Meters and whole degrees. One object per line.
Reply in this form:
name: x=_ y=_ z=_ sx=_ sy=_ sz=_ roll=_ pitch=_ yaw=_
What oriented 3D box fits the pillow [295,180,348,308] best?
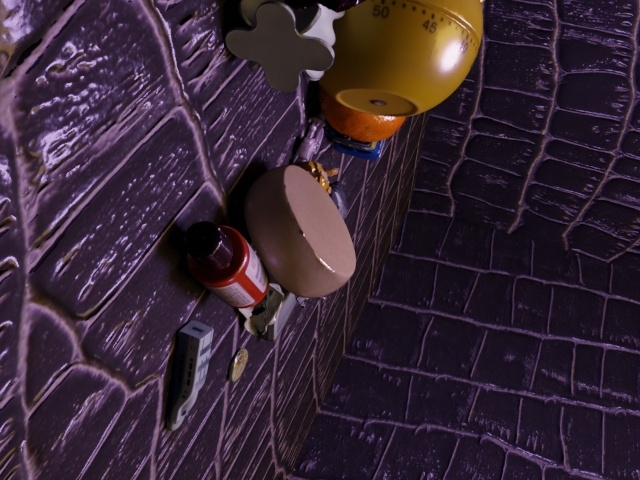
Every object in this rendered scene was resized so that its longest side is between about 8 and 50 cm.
pillow: x=0.000 y=0.000 z=1.585 sx=0.161 sy=0.093 sz=0.334 roll=92 pitch=14 yaw=-68

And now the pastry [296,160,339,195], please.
pastry: x=-0.043 y=-0.064 z=1.467 sx=0.154 sy=0.103 sz=0.249 roll=59 pitch=51 yaw=-66

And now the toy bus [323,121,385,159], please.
toy bus: x=0.121 y=-0.371 z=1.674 sx=0.175 sy=0.138 sz=0.287 roll=32 pitch=75 yaw=-76

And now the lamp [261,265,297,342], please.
lamp: x=-0.080 y=0.089 z=1.658 sx=0.266 sy=0.047 sz=0.269 roll=-57 pitch=160 yaw=-48

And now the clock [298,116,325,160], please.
clock: x=-0.021 y=-0.232 z=1.481 sx=0.129 sy=0.041 sz=0.087 roll=-61 pitch=168 yaw=-60

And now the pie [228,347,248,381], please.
pie: x=-0.192 y=0.291 z=1.519 sx=0.085 sy=0.017 sz=0.085 roll=16 pitch=90 yaw=-77

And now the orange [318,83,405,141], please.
orange: x=0.099 y=-0.332 z=1.480 sx=0.224 sy=0.170 sz=0.223 roll=-4 pitch=97 yaw=-34

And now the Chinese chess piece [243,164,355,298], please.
Chinese chess piece: x=-0.037 y=-0.017 z=1.255 sx=0.273 sy=0.102 sz=0.273 roll=48 pitch=24 yaw=-30

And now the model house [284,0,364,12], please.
model house: x=0.004 y=-0.435 z=0.783 sx=0.297 sy=0.317 sz=0.282 roll=-60 pitch=165 yaw=6

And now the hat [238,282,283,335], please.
hat: x=-0.143 y=0.135 z=1.437 sx=0.122 sy=0.081 sz=0.166 roll=-34 pitch=148 yaw=2

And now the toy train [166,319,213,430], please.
toy train: x=-0.243 y=0.260 z=1.185 sx=0.052 sy=0.051 sz=0.233 roll=-38 pitch=144 yaw=-61

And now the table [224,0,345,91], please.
table: x=-0.038 y=-0.359 z=0.999 sx=0.166 sy=0.167 sz=0.198 roll=87 pitch=16 yaw=-57

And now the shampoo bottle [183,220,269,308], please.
shampoo bottle: x=-0.162 y=0.039 z=1.099 sx=0.278 sy=0.104 sz=0.104 roll=69 pitch=40 yaw=-71

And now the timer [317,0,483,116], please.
timer: x=0.144 y=-0.441 z=1.226 sx=0.376 sy=0.377 sz=0.386 roll=22 pitch=81 yaw=-77
